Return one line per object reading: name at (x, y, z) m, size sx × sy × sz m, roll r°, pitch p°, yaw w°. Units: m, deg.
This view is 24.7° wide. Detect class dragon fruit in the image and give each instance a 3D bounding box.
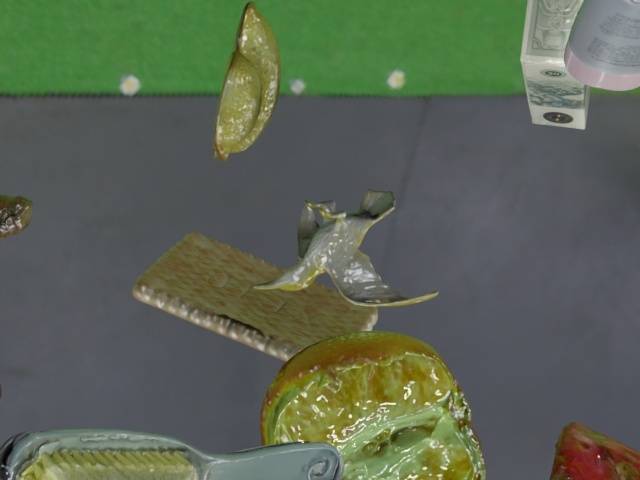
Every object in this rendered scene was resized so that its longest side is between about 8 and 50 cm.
dragon fruit at (0.365, 0.313, 1.717) m, size 0.211 × 0.262 × 0.134 m, roll 5°, pitch 131°, yaw 10°

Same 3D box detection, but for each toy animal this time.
toy animal at (0.000, 0.000, 1.482) m, size 0.155 × 0.219 × 0.095 m, roll -11°, pitch 121°, yaw -27°

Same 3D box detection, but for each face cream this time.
face cream at (0.260, -0.185, 1.239) m, size 0.084 × 0.198 × 0.057 m, roll 12°, pitch 77°, yaw 3°

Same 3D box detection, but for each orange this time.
orange at (0.066, 0.251, 1.864) m, size 0.262 × 0.196 × 0.334 m, roll -21°, pitch 114°, yaw 11°

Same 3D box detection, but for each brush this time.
brush at (-0.097, 0.181, 1.098) m, size 0.297 × 0.060 × 0.068 m, roll 4°, pitch 105°, yaw -33°

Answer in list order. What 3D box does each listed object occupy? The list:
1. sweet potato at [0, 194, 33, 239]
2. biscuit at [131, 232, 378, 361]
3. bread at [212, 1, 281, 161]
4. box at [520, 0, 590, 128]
sweet potato at (-0.462, -0.037, 1.675) m, size 0.085 × 0.286 × 0.112 m, roll -29°, pitch 124°, yaw -61°
biscuit at (-0.089, 0.093, 2.089) m, size 0.217 × 0.325 × 0.044 m, roll -49°, pitch 158°, yaw -62°
bread at (-0.081, -0.178, 1.663) m, size 0.065 × 0.149 × 0.188 m, roll 14°, pitch 90°, yaw 2°
box at (0.278, -0.239, 1.662) m, size 0.256 × 0.069 × 0.164 m, roll 44°, pitch 54°, yaw -75°
